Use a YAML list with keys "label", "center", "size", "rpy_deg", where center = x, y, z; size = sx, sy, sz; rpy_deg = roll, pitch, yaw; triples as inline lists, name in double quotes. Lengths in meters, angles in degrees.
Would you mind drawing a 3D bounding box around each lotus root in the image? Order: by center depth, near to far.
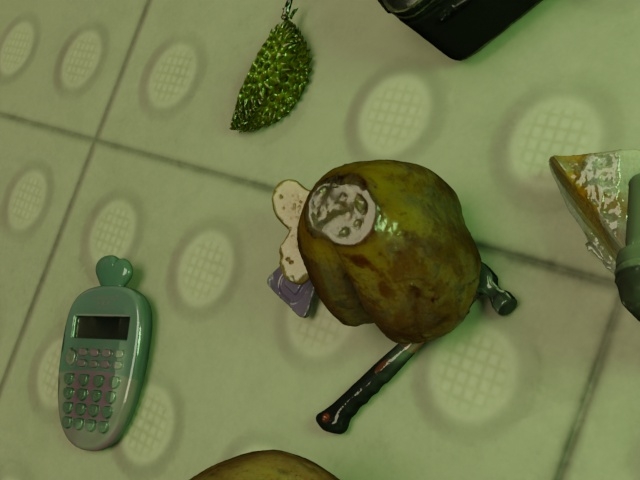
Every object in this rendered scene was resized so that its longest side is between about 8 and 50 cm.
- label: "lotus root"
  center: [0.059, 0.008, 1.049]
  size: [0.188, 0.180, 0.199]
  rpy_deg: [-24, 64, 19]

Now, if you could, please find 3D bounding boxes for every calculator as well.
- label: "calculator"
  center: [-0.329, 0.169, 1.464]
  size: [0.186, 0.041, 0.298]
  rpy_deg: [-4, 74, 39]

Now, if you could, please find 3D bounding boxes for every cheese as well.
- label: "cheese"
  center: [0.000, 0.000, 1.249]
  size: [0.105, 0.042, 0.190]
  rpy_deg: [42, 103, 42]

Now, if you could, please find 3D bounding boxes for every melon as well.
- label: "melon"
  center: [0.317, -0.045, 0.972]
  size: [0.139, 0.093, 0.202]
  rpy_deg: [-38, 58, 14]

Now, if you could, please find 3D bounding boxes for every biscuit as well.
- label: "biscuit"
  center: [0.054, -0.016, 1.178]
  size: [0.235, 0.030, 0.153]
  rpy_deg: [-8, 83, 19]

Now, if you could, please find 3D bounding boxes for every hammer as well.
- label: "hammer"
  center: [0.099, 0.130, 1.127]
  size: [0.287, 0.033, 0.111]
  rpy_deg: [-48, 51, 17]

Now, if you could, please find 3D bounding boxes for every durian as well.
- label: "durian"
  center: [-0.072, -0.248, 1.380]
  size: [0.215, 0.086, 0.100]
  rpy_deg: [-62, 34, 7]

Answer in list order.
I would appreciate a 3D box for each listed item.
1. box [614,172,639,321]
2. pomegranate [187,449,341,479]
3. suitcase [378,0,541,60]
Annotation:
- label: "box"
  center: [0.355, 0.025, 0.836]
  size: [0.148, 0.210, 0.129]
  rpy_deg: [-9, 61, 37]
- label: "pomegranate"
  center: [-0.068, 0.381, 0.995]
  size: [0.322, 0.322, 0.322]
  rpy_deg: [-15, 65, 36]
- label: "suitcase"
  center: [0.227, -0.426, 1.116]
  size: [0.434, 0.194, 0.283]
  rpy_deg: [-38, 54, 25]
